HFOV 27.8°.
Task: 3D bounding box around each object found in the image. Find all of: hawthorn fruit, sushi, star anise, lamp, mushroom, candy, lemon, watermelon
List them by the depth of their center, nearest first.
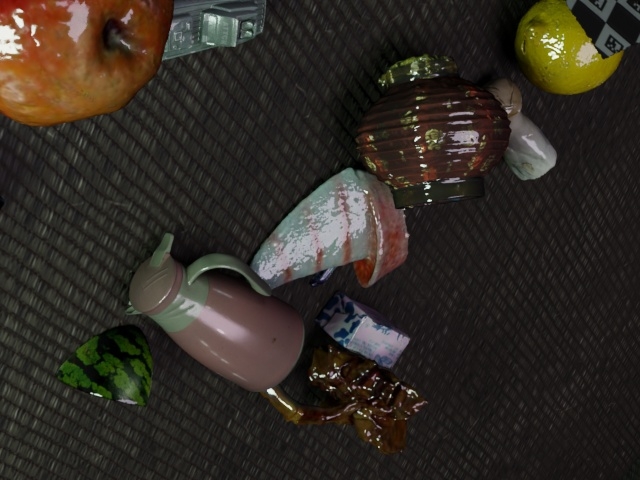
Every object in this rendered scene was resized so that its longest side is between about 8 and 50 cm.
[{"bbox_3d":[-0.292,-0.254,1.393,0.262,0.258,0.258,44,82,-24],"label":"hawthorn fruit"},{"bbox_3d":[-0.310,0.187,1.850,0.135,0.125,0.094,-3,157,-14],"label":"watermelon"},{"bbox_3d":[0.168,-0.165,1.961,0.247,0.247,0.247,-27,134,-31],"label":"lamp"},{"bbox_3d":[0.435,-0.428,2.058,0.292,0.294,0.059,-24,170,-37],"label":"sushi"},{"bbox_3d":[0.406,-0.325,2.128,0.206,0.173,0.173,1,117,-37],"label":"lemon"},{"bbox_3d":[0.028,0.256,2.168,0.346,0.237,0.148,22,73,-31],"label":"star anise"},{"bbox_3d":[0.075,0.155,2.199,0.073,0.092,0.160,-56,141,4],"label":"candy"},{"bbox_3d":[0.330,-0.194,2.213,0.081,0.092,0.223,-36,134,2],"label":"mushroom"}]

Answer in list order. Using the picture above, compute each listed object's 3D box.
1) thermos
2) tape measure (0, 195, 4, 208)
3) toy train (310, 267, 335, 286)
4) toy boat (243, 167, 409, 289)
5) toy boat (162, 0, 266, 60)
[{"bbox_3d":[-0.148,0.101,1.880,0.176,0.146,0.265,-35,136,19],"label":"thermos"},{"bbox_3d":[-0.473,-0.035,1.461,0.182,0.107,0.181,-52,144,-20],"label":"tape measure"},{"bbox_3d":[0.014,0.044,2.112,0.083,0.017,0.017,-52,141,-2],"label":"toy train"},{"bbox_3d":[0.000,0.000,2.028,0.282,0.096,0.206,-19,117,-20],"label":"toy boat"},{"bbox_3d":[-0.173,-0.267,1.627,0.260,0.085,0.078,-19,130,-37],"label":"toy boat"}]
